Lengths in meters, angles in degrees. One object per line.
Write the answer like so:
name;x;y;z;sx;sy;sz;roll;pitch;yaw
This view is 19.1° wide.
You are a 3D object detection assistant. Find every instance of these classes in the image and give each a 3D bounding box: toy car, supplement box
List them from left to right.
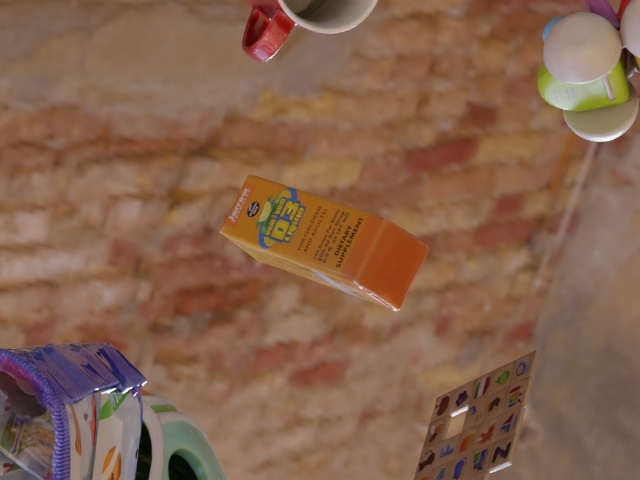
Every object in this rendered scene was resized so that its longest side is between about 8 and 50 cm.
supplement box;0.000;0.000;1.956;0.080;0.078;0.233;32;171;-39
toy car;0.296;-0.194;1.857;0.182;0.159;0.136;-17;-123;12

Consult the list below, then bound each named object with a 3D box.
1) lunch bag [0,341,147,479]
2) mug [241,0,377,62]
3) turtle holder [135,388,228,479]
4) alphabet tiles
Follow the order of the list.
lunch bag;-0.260;0.219;1.145;0.239;0.385;0.328;37;180;4
mug;-0.033;-0.258;1.915;0.150;0.113;0.169;-27;-166;-13
turtle holder;-0.199;0.260;1.553;0.243;0.227;0.320;23;-125;11
alphabet tiles;0.172;0.257;2.257;0.009;0.198;0.237;33;-127;-20
